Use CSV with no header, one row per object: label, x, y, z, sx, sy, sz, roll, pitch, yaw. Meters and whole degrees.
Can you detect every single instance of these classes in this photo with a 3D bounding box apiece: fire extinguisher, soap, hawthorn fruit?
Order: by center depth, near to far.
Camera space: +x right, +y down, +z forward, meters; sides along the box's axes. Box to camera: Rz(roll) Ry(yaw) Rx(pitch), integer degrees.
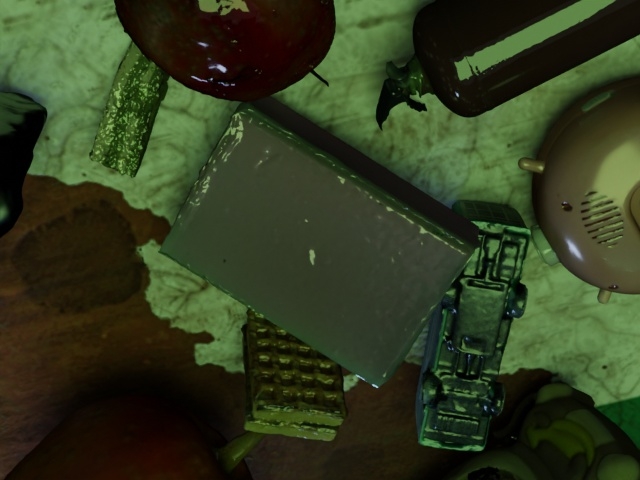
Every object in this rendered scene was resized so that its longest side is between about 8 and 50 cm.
hawthorn fruit,-0.060,-0.202,0.922,0.235,0.181,0.181,33,110,-34
fire extinguisher,0.195,-0.198,0.983,0.337,0.114,0.135,-26,161,7
soap,0.000,-0.001,1.030,0.259,0.081,0.181,31,113,1
hawthorn fruit,-0.169,0.290,1.110,0.330,0.287,0.287,-43,114,8

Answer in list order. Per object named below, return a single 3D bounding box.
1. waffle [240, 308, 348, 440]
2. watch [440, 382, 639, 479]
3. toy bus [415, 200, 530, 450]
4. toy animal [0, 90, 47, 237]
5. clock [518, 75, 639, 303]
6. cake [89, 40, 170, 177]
waffle,-0.030,0.136,1.106,0.102,0.148,0.042,8,127,-12
watch,0.288,0.387,1.203,0.327,0.314,0.335,39,96,-26
toy bus,0.156,0.092,1.124,0.091,0.109,0.262,8,114,-2
toy animal,-0.382,-0.023,0.953,0.212,0.212,0.267,23,106,-17
clock,0.323,-0.044,1.059,0.241,0.142,0.227,-29,117,13
cake,-0.177,-0.126,1.008,0.051,0.055,0.140,19,112,-8
